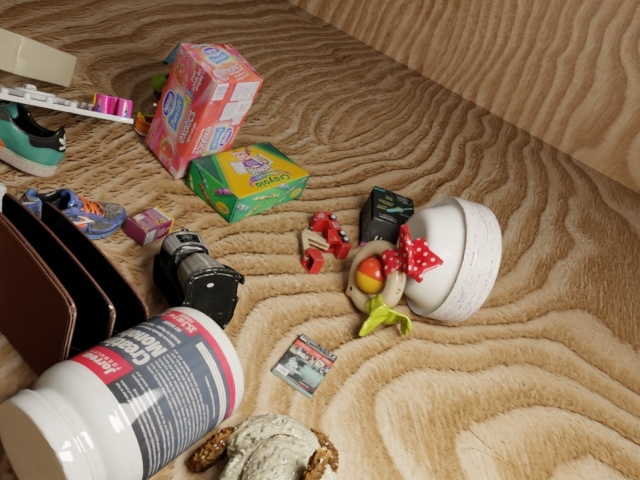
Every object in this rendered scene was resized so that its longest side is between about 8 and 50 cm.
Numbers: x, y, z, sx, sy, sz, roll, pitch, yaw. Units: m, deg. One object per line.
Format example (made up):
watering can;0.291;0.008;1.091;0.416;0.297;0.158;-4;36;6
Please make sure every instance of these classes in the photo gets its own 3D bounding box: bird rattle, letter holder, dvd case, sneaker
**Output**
bird rattle;0.127;0.079;1.139;0.143;0.253;0.207;0;19;-33
letter holder;-0.418;0.046;0.839;0.302;0.214;0.152;40;37;19
dvd case;-0.028;0.235;1.019;0.087;0.013;0.119;32;34;9
sneaker;-0.405;-0.307;1.436;0.175;0.067;0.064;-3;43;-38
sneaker;-0.474;-0.055;1.035;0.221;0.087;0.083;-6;48;-52
sneaker;-0.673;-0.251;1.098;0.302;0.121;0.108;26;24;-21

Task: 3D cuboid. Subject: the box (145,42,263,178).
box;-0.286;-0.310;1.298;0.154;0.300;0.142;-23;67;-47

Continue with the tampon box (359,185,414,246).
tampon box;0.177;-0.048;1.439;0.121;0.101;0.161;20;36;-8

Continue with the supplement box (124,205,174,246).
supplement box;-0.357;-0.031;1.126;0.055;0.043;0.083;36;35;13

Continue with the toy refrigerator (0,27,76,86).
toy refrigerator;-0.702;-0.435;1.289;0.102;0.094;0.269;18;10;-4

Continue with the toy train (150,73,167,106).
toy train;-0.391;-0.386;1.405;0.143;0.105;0.248;40;21;16

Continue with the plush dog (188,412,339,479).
plush dog;-0.062;0.326;0.754;0.263;0.210;0.225;15;10;-19

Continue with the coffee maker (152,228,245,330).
coffee maker;-0.238;0.088;0.976;0.120;0.171;0.178;27;6;-38

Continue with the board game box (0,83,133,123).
board game box;-0.627;-0.327;1.179;0.390;0.050;0.390;8;11;-25

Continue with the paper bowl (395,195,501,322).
paper bowl;0.269;0.037;1.229;0.148;0.284;0.284;13;37;-16

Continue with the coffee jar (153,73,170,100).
coffee jar;-0.390;-0.417;1.576;0.185;0.079;0.096;28;34;4

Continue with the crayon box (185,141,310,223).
crayon box;-0.179;-0.155;1.368;0.165;0.081;0.279;39;37;19

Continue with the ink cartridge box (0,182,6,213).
ink cartridge box;-0.722;-0.097;0.911;0.289;0.121;0.211;37;36;16

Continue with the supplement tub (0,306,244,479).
supplement tub;-0.257;0.223;0.732;0.191;0.191;0.272;40;37;19

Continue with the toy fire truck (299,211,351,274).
toy fire truck;0.000;0.000;1.311;0.135;0.047;0.192;1;41;-29

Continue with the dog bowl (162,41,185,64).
dog bowl;-0.349;-0.489;1.572;0.166;0.074;0.297;29;3;-1
